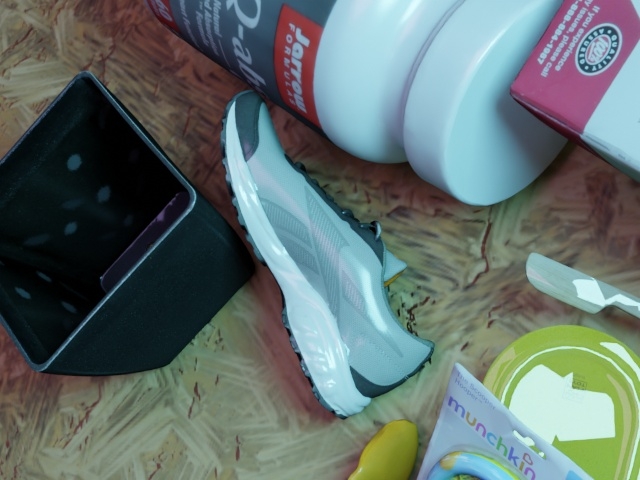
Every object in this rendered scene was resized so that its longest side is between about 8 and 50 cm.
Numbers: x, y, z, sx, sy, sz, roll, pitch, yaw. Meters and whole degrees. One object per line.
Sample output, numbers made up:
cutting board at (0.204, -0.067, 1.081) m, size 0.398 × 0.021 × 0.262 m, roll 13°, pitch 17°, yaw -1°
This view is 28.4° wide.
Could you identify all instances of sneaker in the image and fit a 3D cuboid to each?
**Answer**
sneaker at (0.000, 0.000, 1.006) m, size 0.108 × 0.100 × 0.271 m, roll -26°, pitch 82°, yaw 4°

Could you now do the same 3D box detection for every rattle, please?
rattle at (-0.035, 0.207, 0.980) m, size 0.200 × 0.130 × 0.142 m, roll -26°, pitch 45°, yaw 49°

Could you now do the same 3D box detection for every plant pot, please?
plant pot at (-0.169, 0.007, 1.072) m, size 0.188 × 0.167 × 0.187 m, roll -47°, pitch 56°, yaw 5°

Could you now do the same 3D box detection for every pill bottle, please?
pill bottle at (0.030, -0.190, 1.011) m, size 0.363 × 0.210 × 0.210 m, roll 37°, pitch 91°, yaw 35°

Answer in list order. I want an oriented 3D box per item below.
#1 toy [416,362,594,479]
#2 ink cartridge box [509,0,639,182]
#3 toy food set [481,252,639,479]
toy at (0.096, 0.210, 0.821) m, size 0.056 × 0.237 × 0.137 m, roll -28°, pitch 54°, yaw -34°
ink cartridge box at (0.305, -0.101, 0.771) m, size 0.306 × 0.131 × 0.226 m, roll 39°, pitch 99°, yaw 36°
toy food set at (0.173, 0.133, 0.899) m, size 0.128 × 0.071 × 0.217 m, roll 17°, pitch 81°, yaw 9°
